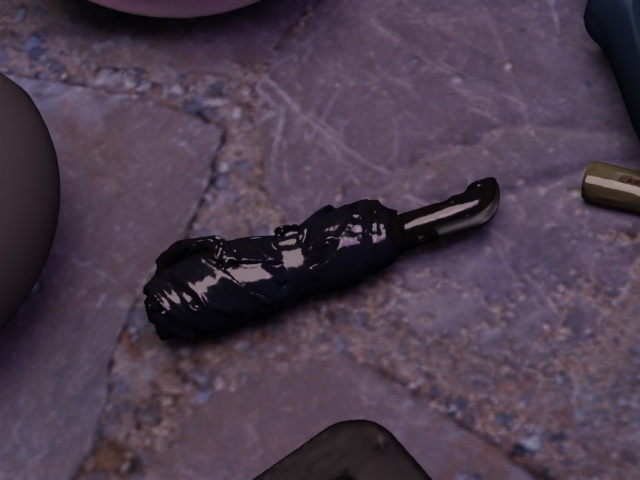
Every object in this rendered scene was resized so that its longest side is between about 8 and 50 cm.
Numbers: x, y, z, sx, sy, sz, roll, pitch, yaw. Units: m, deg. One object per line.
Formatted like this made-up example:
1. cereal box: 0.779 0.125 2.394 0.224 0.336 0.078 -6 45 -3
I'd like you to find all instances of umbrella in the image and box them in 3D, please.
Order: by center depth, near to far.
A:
1. umbrella: 0.002 0.005 1.256 0.248 0.071 0.071 -16 55 1

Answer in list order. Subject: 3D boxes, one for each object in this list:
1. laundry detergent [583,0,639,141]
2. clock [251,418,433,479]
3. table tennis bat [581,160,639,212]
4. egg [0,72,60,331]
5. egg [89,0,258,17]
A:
1. laundry detergent: 0.259 -0.126 1.268 0.143 0.094 0.290 -17 48 -7
2. clock: -0.004 0.262 1.097 0.273 0.049 0.279 -35 57 -13
3. table tennis bat: 0.286 -0.012 1.245 0.234 0.022 0.131 14 60 17
4. egg: -0.267 -0.006 1.248 0.176 0.176 0.232 15 70 19
5. egg: -0.136 -0.251 1.399 0.271 0.162 0.206 34 28 -6
